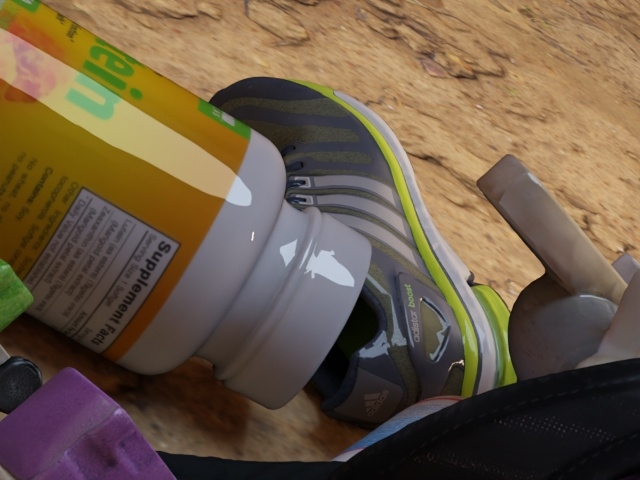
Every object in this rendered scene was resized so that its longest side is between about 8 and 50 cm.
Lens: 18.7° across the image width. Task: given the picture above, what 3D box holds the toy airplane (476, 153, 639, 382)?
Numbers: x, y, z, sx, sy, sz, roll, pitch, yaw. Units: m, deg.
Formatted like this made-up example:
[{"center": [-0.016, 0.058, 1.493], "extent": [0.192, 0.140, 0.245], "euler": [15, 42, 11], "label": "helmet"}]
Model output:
[{"center": [0.236, 0.148, 1.008], "extent": [0.386, 0.272, 0.384], "euler": [34, -18, 22], "label": "toy airplane"}]

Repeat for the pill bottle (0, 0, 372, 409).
[{"center": [-0.103, -0.018, 0.961], "extent": [0.246, 0.136, 0.136], "euler": [30, 22, -11], "label": "pill bottle"}]

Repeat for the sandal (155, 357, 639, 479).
[{"center": [0.077, 0.089, 0.723], "extent": [0.446, 0.107, 0.167], "euler": [3, 0, 17], "label": "sandal"}]

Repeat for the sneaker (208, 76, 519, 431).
[{"center": [0.000, 0.000, 1.119], "extent": [0.121, 0.111, 0.300], "euler": [9, 31, -41], "label": "sneaker"}]

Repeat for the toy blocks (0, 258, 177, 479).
[{"center": [-0.215, 0.066, 0.579], "extent": [0.288, 0.260, 0.309], "euler": [56, -15, -28], "label": "toy blocks"}]

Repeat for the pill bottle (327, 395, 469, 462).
[{"center": [0.039, 0.133, 0.921], "extent": [0.087, 0.087, 0.160], "euler": [40, 22, 13], "label": "pill bottle"}]
